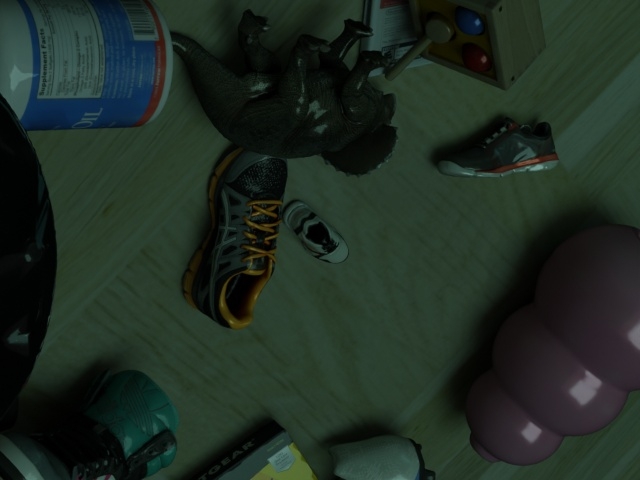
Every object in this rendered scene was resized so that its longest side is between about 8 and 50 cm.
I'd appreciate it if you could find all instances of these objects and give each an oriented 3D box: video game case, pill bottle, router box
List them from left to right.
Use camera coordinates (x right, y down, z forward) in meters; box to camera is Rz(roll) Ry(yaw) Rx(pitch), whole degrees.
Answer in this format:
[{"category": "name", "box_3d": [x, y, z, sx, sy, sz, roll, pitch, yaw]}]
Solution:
[{"category": "pill bottle", "box_3d": [-0.253, -0.158, 1.601, 0.221, 0.124, 0.124, -4, 123, -33]}, {"category": "router box", "box_3d": [-0.087, 0.313, 2.091, 0.179, 0.046, 0.133, -35, 110, -9]}, {"category": "video game case", "box_3d": [0.135, -0.271, 1.879, 0.201, 0.023, 0.183, -14, 129, -27]}]

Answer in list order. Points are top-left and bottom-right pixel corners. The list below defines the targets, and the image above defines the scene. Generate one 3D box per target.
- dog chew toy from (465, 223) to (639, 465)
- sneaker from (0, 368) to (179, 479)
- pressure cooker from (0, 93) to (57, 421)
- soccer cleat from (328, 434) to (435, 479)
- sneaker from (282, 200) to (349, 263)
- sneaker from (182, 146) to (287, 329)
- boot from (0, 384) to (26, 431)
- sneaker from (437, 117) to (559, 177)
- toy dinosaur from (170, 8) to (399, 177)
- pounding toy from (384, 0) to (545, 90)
[{"category": "dog chew toy", "box_3d": [0.303, 0.139, 2.190, 0.332, 0.206, 0.206, -48, 137, 15]}, {"category": "sneaker", "box_3d": [-0.233, 0.206, 1.841, 0.178, 0.124, 0.295, -43, 168, -9]}, {"category": "pressure cooker", "box_3d": [-0.454, 0.020, 1.387, 0.375, 0.420, 0.370, 0, 89, -47]}, {"category": "soccer cleat", "box_3d": [0.039, 0.377, 2.237, 0.143, 0.116, 0.331, 1, 119, -18]}, {"category": "sneaker", "box_3d": [0.000, 0.000, 1.963, 0.040, 0.044, 0.109, -49, 138, 1]}, {"category": "sneaker", "box_3d": [-0.074, -0.005, 1.877, 0.084, 0.083, 0.215, -1, 120, -34]}, {"category": "boot", "box_3d": [-0.374, 0.122, 1.749, 0.176, 0.088, 0.244, -26, 141, -19]}, {"category": "sneaker", "box_3d": [0.197, -0.105, 2.035, 0.158, 0.061, 0.065, -9, 99, -33]}, {"category": "toy dinosaur", "box_3d": [-0.025, -0.135, 1.775, 0.313, 0.121, 0.160, 0, 122, -32]}, {"category": "pounding toy", "box_3d": [0.137, -0.216, 1.821, 0.100, 0.141, 0.130, -47, 144, -25]}]
